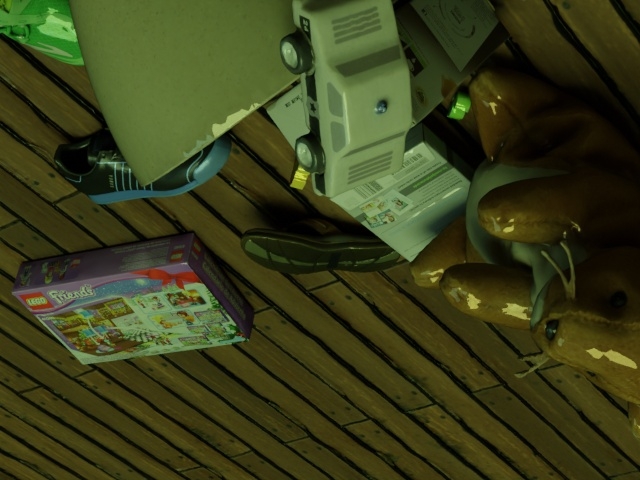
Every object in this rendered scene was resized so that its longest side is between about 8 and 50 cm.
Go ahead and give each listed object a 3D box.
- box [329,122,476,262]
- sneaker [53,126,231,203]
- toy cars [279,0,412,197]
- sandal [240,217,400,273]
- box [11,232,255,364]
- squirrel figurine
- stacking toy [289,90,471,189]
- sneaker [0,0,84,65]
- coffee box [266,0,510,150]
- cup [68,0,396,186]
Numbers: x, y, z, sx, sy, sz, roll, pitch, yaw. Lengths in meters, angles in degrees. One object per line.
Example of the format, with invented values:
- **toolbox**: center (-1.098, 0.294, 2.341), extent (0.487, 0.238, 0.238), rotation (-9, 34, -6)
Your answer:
- **box**: center (0.125, -0.046, 1.575), extent (0.145, 0.038, 0.186), rotation (-31, 128, 30)
- **sneaker**: center (-0.225, -0.104, 1.613), extent (0.232, 0.081, 0.090), rotation (-14, 145, 28)
- **toy cars**: center (0.085, -0.212, 1.096), extent (0.176, 0.393, 0.087), rotation (24, -174, -40)
- **sandal**: center (0.000, 0.000, 1.732), extent (0.219, 0.060, 0.090), rotation (0, 150, -12)
- **box**: center (-0.270, 0.090, 1.893), extent (0.293, 0.057, 0.201), rotation (-9, 140, 22)
- **squirrel figurine**: center (0.334, 0.036, 1.417), extent (0.397, 0.370, 0.281), rotation (13, 113, -25)
- **stacking toy**: center (0.069, -0.120, 1.560), extent (0.167, 0.052, 0.221), rotation (15, 142, -8)
- **sneaker**: center (-0.366, -0.259, 1.404), extent (0.296, 0.123, 0.109), rotation (27, 138, -24)
- **coffee box**: center (0.074, -0.173, 1.320), extent (0.141, 0.246, 0.098), rotation (-30, 100, 41)
- **cup**: center (-0.114, -0.243, 1.261), extent (0.331, 0.331, 0.237), rotation (-30, 102, 39)
